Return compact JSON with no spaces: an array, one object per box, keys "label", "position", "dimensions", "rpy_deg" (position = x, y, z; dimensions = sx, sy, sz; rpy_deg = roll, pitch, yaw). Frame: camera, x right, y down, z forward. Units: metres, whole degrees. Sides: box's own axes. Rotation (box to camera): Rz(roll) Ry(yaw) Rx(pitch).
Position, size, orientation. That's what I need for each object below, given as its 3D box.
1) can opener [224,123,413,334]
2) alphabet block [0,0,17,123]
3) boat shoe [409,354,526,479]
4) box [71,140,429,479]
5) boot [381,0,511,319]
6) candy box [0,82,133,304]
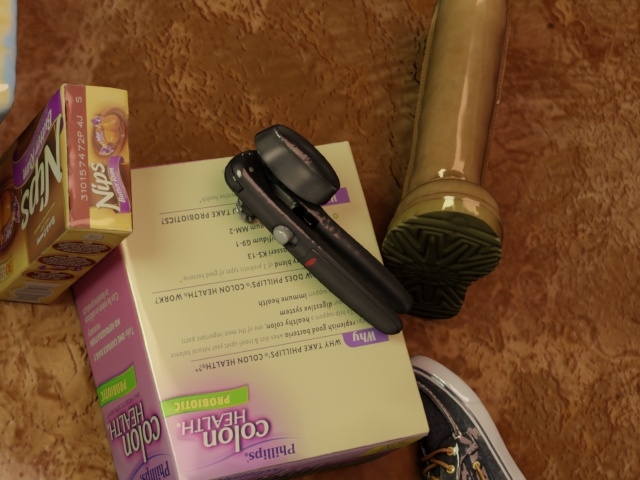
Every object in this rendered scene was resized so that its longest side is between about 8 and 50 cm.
[{"label":"can opener","position":[0.000,0.000,1.437],"dimensions":[0.186,0.073,0.059],"rpy_deg":[51,50,-13]},{"label":"alphabet block","position":[-0.337,-0.162,1.387],"dimensions":[0.197,0.192,0.193],"rpy_deg":[7,68,-25]},{"label":"boat shoe","position":[0.106,0.185,1.555],"dimensions":[0.083,0.065,0.183],"rpy_deg":[-36,91,-32]},{"label":"box","position":[-0.062,0.065,1.485],"dimensions":[0.213,0.117,0.243],"rpy_deg":[-9,76,-29]},{"label":"boot","position":[0.109,-0.096,1.568],"dimensions":[0.089,0.236,0.269],"rpy_deg":[13,70,-5]},{"label":"candy box","position":[-0.192,-0.030,1.412],"dimensions":[0.053,0.186,0.109],"rpy_deg":[4,71,-24]}]
